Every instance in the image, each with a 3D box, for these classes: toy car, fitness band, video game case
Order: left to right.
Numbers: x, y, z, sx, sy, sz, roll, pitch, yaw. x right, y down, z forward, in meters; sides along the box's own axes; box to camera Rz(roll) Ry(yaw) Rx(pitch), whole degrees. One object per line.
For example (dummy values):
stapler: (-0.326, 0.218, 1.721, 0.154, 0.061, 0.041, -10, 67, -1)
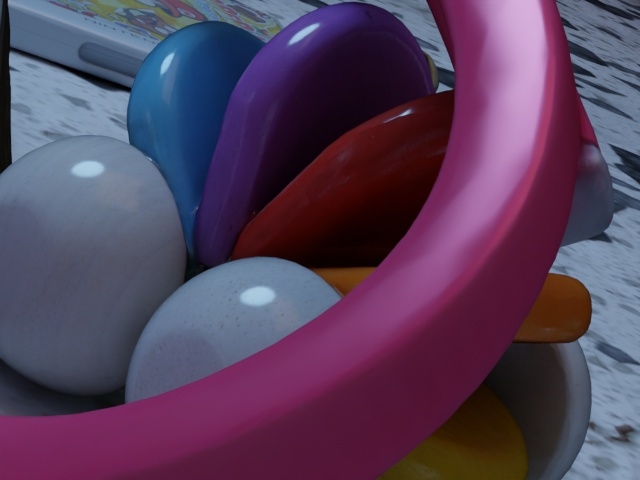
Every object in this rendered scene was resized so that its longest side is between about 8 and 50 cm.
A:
fitness band: (-0.046, -0.037, 0.475, 0.291, 0.209, 0.054, -106, 175, -47)
video game case: (-0.098, -0.120, 1.031, 0.206, 0.026, 0.227, 18, 15, -19)
toy car: (0.000, 0.000, 0.544, 0.182, 0.136, 0.159, 34, 19, 35)

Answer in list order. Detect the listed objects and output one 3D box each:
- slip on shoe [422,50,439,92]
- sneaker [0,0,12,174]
slip on shoe: (0.047, -0.087, 1.098, 0.051, 0.041, 0.135, 25, 15, 8)
sneaker: (-0.178, -0.082, 0.687, 0.123, 0.105, 0.290, -3, 22, -16)
